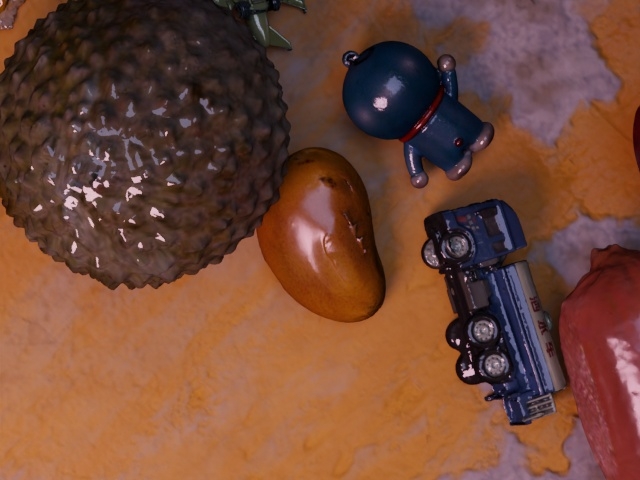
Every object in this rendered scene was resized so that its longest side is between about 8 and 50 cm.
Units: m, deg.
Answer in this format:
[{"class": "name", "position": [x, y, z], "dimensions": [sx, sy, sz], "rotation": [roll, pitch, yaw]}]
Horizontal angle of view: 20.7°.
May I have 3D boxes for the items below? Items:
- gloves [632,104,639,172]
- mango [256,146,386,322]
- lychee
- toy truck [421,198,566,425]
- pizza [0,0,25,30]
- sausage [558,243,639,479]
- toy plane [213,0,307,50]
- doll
[{"class": "gloves", "position": [0.403, -0.105, 1.574], "dimensions": [0.241, 0.126, 0.145], "rotation": [-6, 64, -29]}, {"class": "mango", "position": [0.000, -0.001, 1.532], "dimensions": [0.105, 0.084, 0.159], "rotation": [-19, 87, -2]}, {"class": "lychee", "position": [-0.153, -0.087, 1.444], "dimensions": [0.255, 0.274, 0.255], "rotation": [5, 107, 16]}, {"class": "toy truck", "position": [0.157, 0.064, 1.549], "dimensions": [0.088, 0.074, 0.202], "rotation": [-17, 87, -12]}, {"class": "pizza", "position": [-0.297, -0.250, 1.533], "dimensions": [0.246, 0.058, 0.127], "rotation": [-41, 91, -6]}, {"class": "sausage", "position": [0.292, 0.124, 1.525], "dimensions": [0.148, 0.148, 0.254], "rotation": [-13, 86, -7]}, {"class": "toy plane", "position": [-0.063, -0.218, 1.566], "dimensions": [0.102, 0.040, 0.111], "rotation": [-16, 88, -27]}, {"class": "doll", "position": [0.080, -0.120, 1.555], "dimensions": [0.152, 0.085, 0.114], "rotation": [35, 93, -13]}]
